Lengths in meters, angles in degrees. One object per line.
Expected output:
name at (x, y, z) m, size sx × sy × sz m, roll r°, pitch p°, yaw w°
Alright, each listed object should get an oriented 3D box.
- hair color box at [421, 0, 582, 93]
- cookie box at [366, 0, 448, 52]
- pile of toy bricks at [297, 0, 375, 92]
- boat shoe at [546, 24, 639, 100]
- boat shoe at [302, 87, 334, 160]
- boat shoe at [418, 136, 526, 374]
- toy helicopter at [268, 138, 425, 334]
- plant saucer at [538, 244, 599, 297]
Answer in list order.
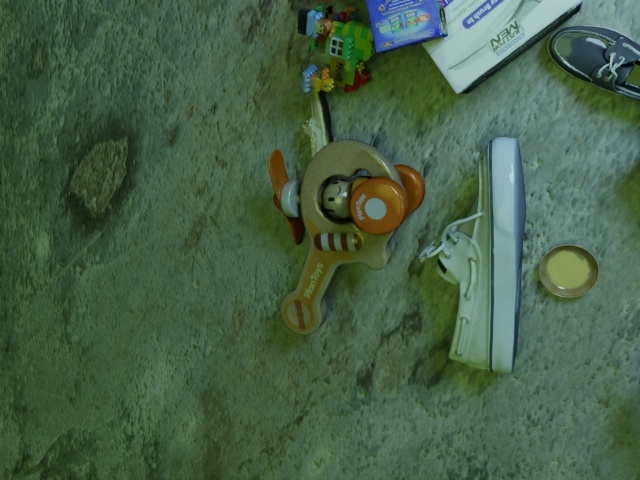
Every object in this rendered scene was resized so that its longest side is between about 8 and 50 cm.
hair color box at (0.174, -0.391, 0.767) m, size 0.185 × 0.110 × 0.339 m, roll -35°, pitch 88°, yaw 27°
cookie box at (0.110, -0.310, 0.736) m, size 0.092 × 0.040 × 0.107 m, roll -6°, pitch 103°, yaw 26°
pile of toy bricks at (0.038, -0.291, 0.809) m, size 0.105 × 0.118 × 0.212 m, roll 21°, pitch 137°, yaw 15°
boat shoe at (0.399, -0.230, 0.745) m, size 0.206 × 0.065 × 0.075 m, roll 30°, pitch 113°, yaw 12°
boat shoe at (-0.007, -0.181, 0.925) m, size 0.045 × 0.050 × 0.135 m, roll -5°, pitch 102°, yaw 17°
boat shoe at (0.222, 0.027, 0.858) m, size 0.156 × 0.136 × 0.367 m, roll 4°, pitch 115°, yaw 23°
toy helicopter at (0.000, 0.000, 0.928) m, size 0.235 × 0.140 × 0.355 m, roll 28°, pitch 116°, yaw 13°
plant saucer at (0.375, 0.045, 0.856) m, size 0.083 × 0.015 × 0.083 m, roll 5°, pitch 106°, yaw 19°
